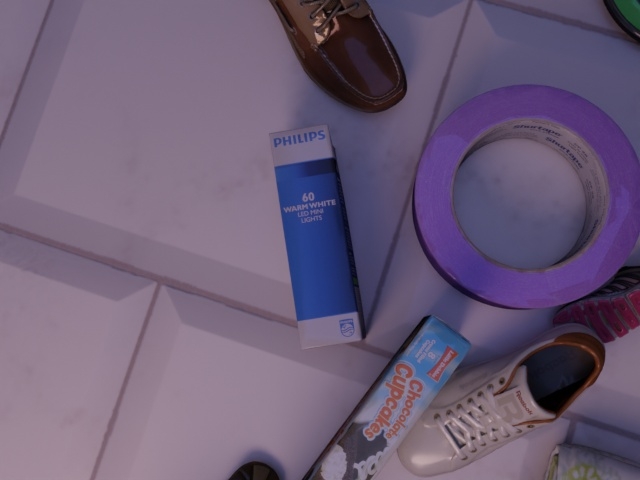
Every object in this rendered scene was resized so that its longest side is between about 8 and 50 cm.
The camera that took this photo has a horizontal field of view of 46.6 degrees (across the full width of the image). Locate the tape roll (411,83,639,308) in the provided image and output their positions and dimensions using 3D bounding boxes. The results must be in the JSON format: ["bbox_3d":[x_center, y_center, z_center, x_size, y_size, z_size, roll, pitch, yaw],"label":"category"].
[{"bbox_3d":[0.254,-0.051,0.936,0.274,0.090,0.275,-1,84,5],"label":"tape roll"}]

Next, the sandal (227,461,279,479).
[{"bbox_3d":[-0.137,0.374,0.940,0.090,0.060,0.219,38,74,2],"label":"sandal"}]

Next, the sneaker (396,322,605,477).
[{"bbox_3d":[0.205,0.193,0.886,0.290,0.123,0.106,-38,81,11],"label":"sneaker"}]

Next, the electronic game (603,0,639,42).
[{"bbox_3d":[0.481,-0.353,0.971,0.229,0.048,0.229,0,84,5],"label":"electronic game"}]

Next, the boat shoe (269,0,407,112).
[{"bbox_3d":[-0.003,-0.306,0.971,0.123,0.116,0.324,-38,82,0],"label":"boat shoe"}]

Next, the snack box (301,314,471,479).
[{"bbox_3d":[0.053,0.231,0.871,0.060,0.187,0.322,37,87,8],"label":"snack box"}]

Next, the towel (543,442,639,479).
[{"bbox_3d":[0.408,0.442,0.869,0.374,0.090,0.321,17,86,6],"label":"towel"}]

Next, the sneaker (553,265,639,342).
[{"bbox_3d":[0.375,0.075,0.929,0.170,0.075,0.063,-27,100,23],"label":"sneaker"}]

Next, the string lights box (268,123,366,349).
[{"bbox_3d":[0.000,0.000,0.928,0.076,0.133,0.260,-10,82,4],"label":"string lights box"}]
